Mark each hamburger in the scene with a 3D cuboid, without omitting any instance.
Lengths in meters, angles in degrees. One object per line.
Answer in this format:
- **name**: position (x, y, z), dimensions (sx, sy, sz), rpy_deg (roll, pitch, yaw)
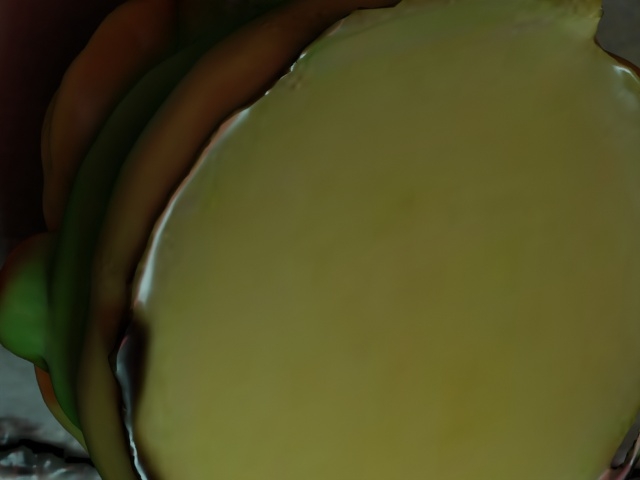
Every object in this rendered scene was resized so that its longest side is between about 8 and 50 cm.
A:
- **hamburger**: position (0.000, 0.000, 0.610), dimensions (0.237, 0.149, 0.237), rpy_deg (-12, 116, -27)
